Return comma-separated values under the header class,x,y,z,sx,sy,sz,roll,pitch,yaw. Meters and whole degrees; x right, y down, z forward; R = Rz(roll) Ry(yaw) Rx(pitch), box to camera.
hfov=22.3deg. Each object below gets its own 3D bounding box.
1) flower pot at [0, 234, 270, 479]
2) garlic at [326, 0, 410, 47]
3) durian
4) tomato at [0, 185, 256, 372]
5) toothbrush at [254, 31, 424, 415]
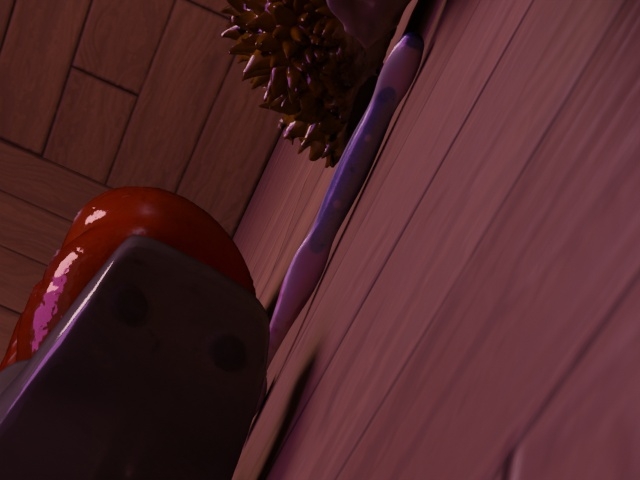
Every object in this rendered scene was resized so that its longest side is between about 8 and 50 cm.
class,x,y,z,sx,sy,sz,roll,pitch,yaw
flower pot,-0.151,0.193,0.811,0.254,0.164,0.367,-50,15,54
garlic,0.041,-0.285,0.858,0.286,0.249,0.313,-43,-18,-25
durian,0.002,-0.174,1.081,0.183,0.138,0.250,133,153,-72
tomato,-0.150,0.086,1.262,0.260,0.180,0.260,-158,90,-83
toothbrush,0.000,0.000,0.950,0.027,0.021,0.269,-95,30,-70
